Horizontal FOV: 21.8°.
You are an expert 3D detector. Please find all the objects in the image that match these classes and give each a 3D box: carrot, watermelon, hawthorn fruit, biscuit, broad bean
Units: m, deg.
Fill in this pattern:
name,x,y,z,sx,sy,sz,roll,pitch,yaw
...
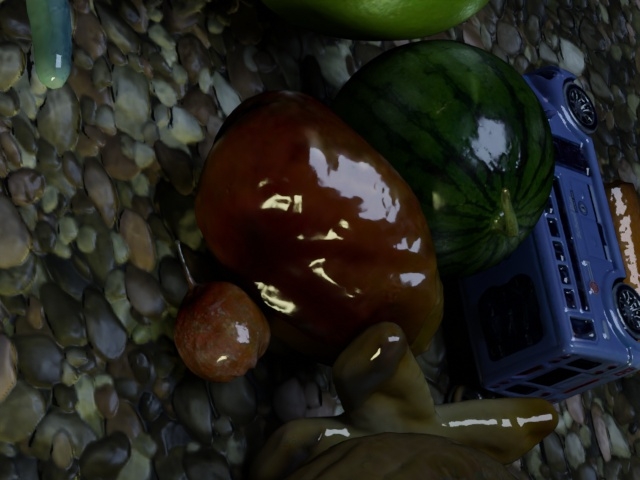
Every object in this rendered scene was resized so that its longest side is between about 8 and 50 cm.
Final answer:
name,x,y,z,sx,sy,sz,roll,pitch,yaw
carrot,0.298,0.041,1.628,0.072,0.072,0.205,-9,82,-54
watermelon,0.098,-0.057,1.302,0.188,0.188,0.214,16,21,-48
hawthorn fruit,-0.079,0.049,1.145,0.103,0.066,0.067,53,37,0
biscuit,0.061,0.148,1.208,0.208,0.164,0.047,29,18,-41
broad bean,0.002,-0.003,1.190,0.228,0.156,0.122,52,26,-25

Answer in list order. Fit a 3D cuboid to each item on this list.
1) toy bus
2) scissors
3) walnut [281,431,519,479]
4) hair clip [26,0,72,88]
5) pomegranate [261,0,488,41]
name,x,y,z,sx,sy,sz,roll,pitch,yaw
toy bus,0.177,-0.014,1.436,0.133,0.125,0.292,15,57,-46
scissors,0.158,0.099,1.460,0.088,0.017,0.220,47,40,-24
walnut,0.036,0.238,1.071,0.261,0.225,0.225,-28,95,-43
hair clip,-0.279,-0.148,0.774,0.238,0.318,0.392,19,57,-49
pomegranate,-0.012,-0.279,1.277,0.358,0.216,0.310,-33,99,-36
